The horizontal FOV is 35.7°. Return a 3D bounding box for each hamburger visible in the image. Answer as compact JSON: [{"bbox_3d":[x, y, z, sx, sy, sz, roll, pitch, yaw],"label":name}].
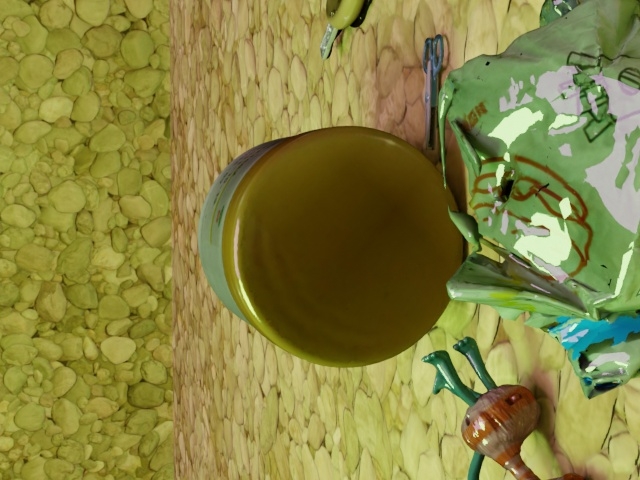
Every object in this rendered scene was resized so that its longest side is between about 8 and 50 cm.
[{"bbox_3d":[0.164,-0.054,0.682,0.276,0.151,0.260,-111,26,-46],"label":"hamburger"}]

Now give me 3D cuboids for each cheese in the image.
[{"bbox_3d":[0.025,-0.293,1.265,0.162,0.036,0.086,114,149,-55],"label":"cheese"}]

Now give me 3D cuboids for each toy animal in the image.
[{"bbox_3d":[0.152,0.183,0.846,0.103,0.100,0.208,-43,55,18],"label":"toy animal"}]

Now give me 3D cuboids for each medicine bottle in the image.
[{"bbox_3d":[0.000,0.000,1.064,0.232,0.238,0.237,-166,74,-72],"label":"medicine bottle"}]

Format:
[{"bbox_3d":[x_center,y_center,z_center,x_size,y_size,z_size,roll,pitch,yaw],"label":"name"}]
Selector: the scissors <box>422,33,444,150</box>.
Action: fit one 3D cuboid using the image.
[{"bbox_3d":[0.116,-0.154,1.038,0.058,0.014,0.119,-156,67,-75],"label":"scissors"}]
